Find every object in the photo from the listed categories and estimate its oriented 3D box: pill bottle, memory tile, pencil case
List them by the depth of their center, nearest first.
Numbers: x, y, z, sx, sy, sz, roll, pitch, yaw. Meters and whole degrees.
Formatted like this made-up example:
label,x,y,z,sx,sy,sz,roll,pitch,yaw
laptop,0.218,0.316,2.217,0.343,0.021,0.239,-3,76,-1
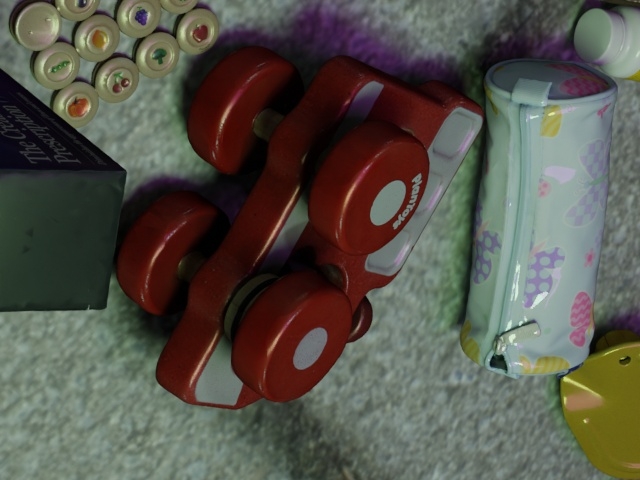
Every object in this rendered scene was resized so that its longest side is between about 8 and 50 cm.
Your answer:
label,x,y,z,sx,sy,sz,roll,pitch,yaw
memory tile,-0.149,-0.157,1.397,0.148,0.012,0.113,-33,127,-16
pencil case,0.183,-0.019,1.623,0.124,0.113,0.273,-21,124,-45
pill bottle,0.277,-0.169,1.644,0.116,0.065,0.065,5,110,-35

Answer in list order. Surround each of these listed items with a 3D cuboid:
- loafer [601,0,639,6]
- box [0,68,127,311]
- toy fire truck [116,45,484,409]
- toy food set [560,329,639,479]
label,x,y,z,sx,sy,sz,roll,pitch,yaw
loafer,0.268,-0.331,1.502,0.130,0.134,0.366,-20,128,-19
box,-0.265,-0.047,1.211,0.184,0.261,0.103,-4,115,-33
toy fire truck,0.000,0.000,1.495,0.254,0.169,0.302,14,106,-57
toy food set,0.304,0.159,1.832,0.128,0.071,0.218,-25,126,8
